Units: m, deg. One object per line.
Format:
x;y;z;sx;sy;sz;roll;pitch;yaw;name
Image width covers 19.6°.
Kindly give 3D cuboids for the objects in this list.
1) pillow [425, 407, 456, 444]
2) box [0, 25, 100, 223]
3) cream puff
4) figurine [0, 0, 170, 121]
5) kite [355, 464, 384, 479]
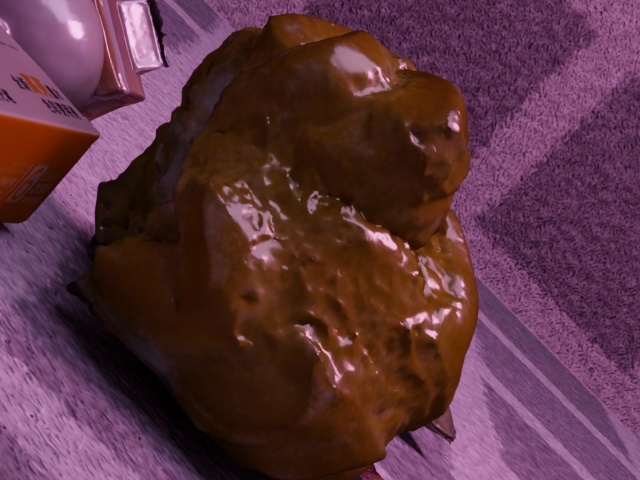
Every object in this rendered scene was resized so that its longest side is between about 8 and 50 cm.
0.026;0.061;1.762;0.185;0.075;0.302;39;13;-32;pillow
-0.258;-0.111;1.060;0.221;0.091;0.274;46;7;5;box
0.004;0.006;1.227;0.274;0.270;0.323;49;8;-18;cream puff
-0.212;-0.137;1.333;0.237;0.141;0.162;-22;101;-73;figurine
0.041;0.183;1.440;0.232;0.009;0.189;51;9;35;kite
